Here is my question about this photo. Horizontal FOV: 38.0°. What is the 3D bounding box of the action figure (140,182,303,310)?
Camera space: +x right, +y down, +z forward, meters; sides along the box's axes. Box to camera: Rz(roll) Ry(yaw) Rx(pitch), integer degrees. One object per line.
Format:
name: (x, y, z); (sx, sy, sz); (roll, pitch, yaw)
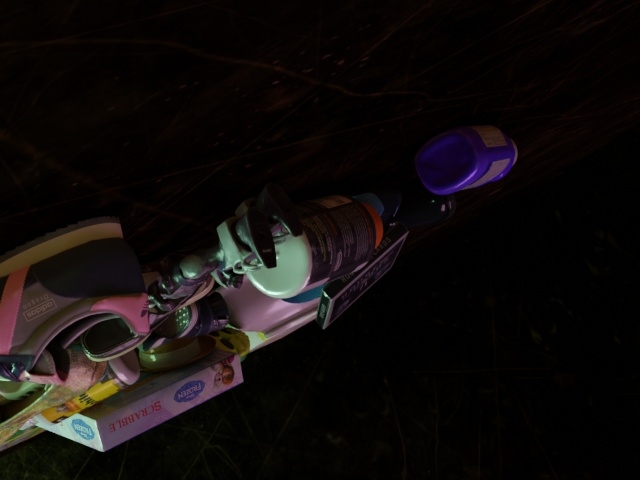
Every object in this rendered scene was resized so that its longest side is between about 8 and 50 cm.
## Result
action figure: (-0.155, 0.033, 1.209); (0.285, 0.099, 0.185); (-29, 179, 38)

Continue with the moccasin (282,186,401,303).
moccasin: (0.034, 0.017, 1.660); (0.117, 0.138, 0.342); (-27, 176, -43)

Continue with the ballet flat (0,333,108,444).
ballet flat: (-0.486, 0.234, 1.429); (0.348, 0.123, 0.123); (-29, 173, 18)

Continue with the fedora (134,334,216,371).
fedora: (-0.291, 0.185, 1.765); (0.194, 0.079, 0.194); (-9, -168, 2)

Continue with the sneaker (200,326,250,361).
sneaker: (-0.241, 0.238, 1.937); (0.109, 0.124, 0.295); (4, 176, -36)

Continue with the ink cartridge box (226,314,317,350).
ink cartridge box: (-0.094, 0.183, 2.473); (0.207, 0.119, 0.353); (-21, 171, -43)

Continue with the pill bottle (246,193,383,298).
pill bottle: (0.000, 0.000, 1.410); (0.130, 0.130, 0.245); (-32, 172, 34)

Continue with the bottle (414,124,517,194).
bottle: (0.254, -0.138, 1.533); (0.118, 0.092, 0.283); (-30, 173, 29)

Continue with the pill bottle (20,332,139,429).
pill bottle: (-0.418, 0.229, 1.543); (0.215, 0.117, 0.117); (-28, 173, 4)

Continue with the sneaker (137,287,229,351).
sneaker: (-0.218, 0.121, 1.620); (0.163, 0.086, 0.226); (-15, 173, -34)

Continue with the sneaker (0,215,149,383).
sneaker: (-0.316, 0.099, 0.900); (0.319, 0.131, 0.112); (-28, 174, 2)

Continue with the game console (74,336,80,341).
game console: (-0.368, 0.110, 1.174); (0.213, 0.044, 0.361); (-24, 172, -13)

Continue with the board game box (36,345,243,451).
board game box: (-0.368, 0.275, 1.761); (0.318, 0.066, 0.318); (-21, -162, -41)

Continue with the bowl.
bowl: (-0.082, 0.116, 1.965); (0.297, 0.134, 0.298); (-27, 174, -3)

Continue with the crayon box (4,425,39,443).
crayon box: (-0.658, 0.387, 1.949); (0.278, 0.081, 0.165); (-21, 170, -47)

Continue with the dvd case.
dvd case: (0.068, 0.066, 1.626); (0.179, 0.029, 0.239); (-41, 170, -13)

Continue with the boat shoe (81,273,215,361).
boat shoe: (-0.255, 0.092, 1.355); (0.223, 0.080, 0.073); (-33, 166, -10)

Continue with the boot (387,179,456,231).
boot: (0.135, -0.032, 1.851); (0.207, 0.094, 0.246); (-29, 180, -23)
